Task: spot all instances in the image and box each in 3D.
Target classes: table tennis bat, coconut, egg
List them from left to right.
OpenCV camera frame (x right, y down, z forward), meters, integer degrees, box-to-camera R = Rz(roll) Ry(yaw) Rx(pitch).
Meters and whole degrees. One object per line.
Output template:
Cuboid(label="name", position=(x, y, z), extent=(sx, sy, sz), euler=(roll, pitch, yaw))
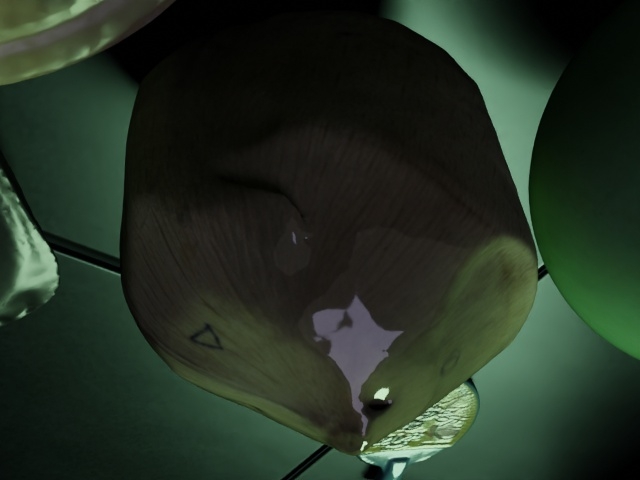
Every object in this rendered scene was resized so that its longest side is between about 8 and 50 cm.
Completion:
Cuboid(label="coconut", position=(0.000, 0.000, 0.609), extent=(0.224, 0.224, 0.224), euler=(-11, 140, -9))
Cuboid(label="table tennis bat", position=(0.066, 0.150, 0.964), extent=(0.100, 0.019, 0.155), euler=(0, 135, -22))
Cuboid(label="egg", position=(0.237, -0.047, 0.646), extent=(0.270, 0.220, 0.220), euler=(-31, 139, 13))

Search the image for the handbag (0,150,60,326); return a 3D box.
Cuboid(label="handbag", position=(-0.307, 0.012, 0.620), extent=(0.332, 0.075, 0.191), euler=(-16, 140, -1))

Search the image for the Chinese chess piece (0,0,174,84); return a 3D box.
Cuboid(label="Chinese chess piece", position=(-0.143, -0.172, 0.451), extent=(0.257, 0.104, 0.257), euler=(-11, 141, -9))
